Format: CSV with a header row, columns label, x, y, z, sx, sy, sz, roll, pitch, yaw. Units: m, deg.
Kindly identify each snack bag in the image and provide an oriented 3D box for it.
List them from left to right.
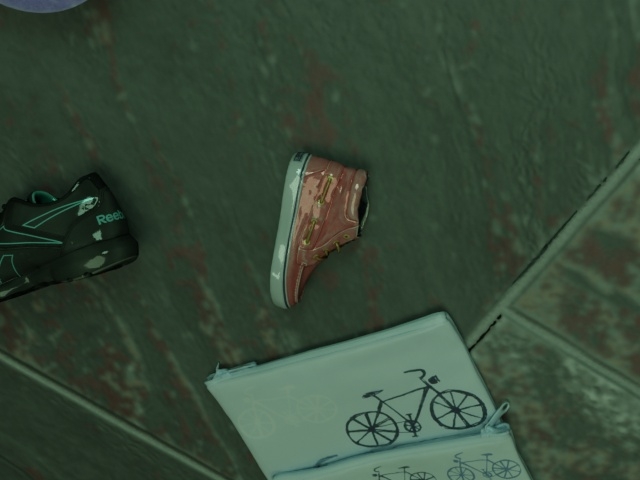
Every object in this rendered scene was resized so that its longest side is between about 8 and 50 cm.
label,x,y,z,sx,sy,sz,roll,pitch,yaw
snack bag,0.073,0.251,1.149,0.323,0.037,0.342,-18,115,22

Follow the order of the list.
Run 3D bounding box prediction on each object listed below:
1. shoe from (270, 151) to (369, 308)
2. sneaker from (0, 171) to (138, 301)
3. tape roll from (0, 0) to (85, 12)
label,x,y,z,sx,sy,sz,roll,pitch,yaw
shoe,0.000,0.000,1.000,0.081,0.063,0.178,14,118,10
sneaker,-0.320,0.006,1.074,0.267,0.101,0.106,-17,93,22
tape roll,-0.248,-0.304,0.868,0.189,0.080,0.189,6,122,9
